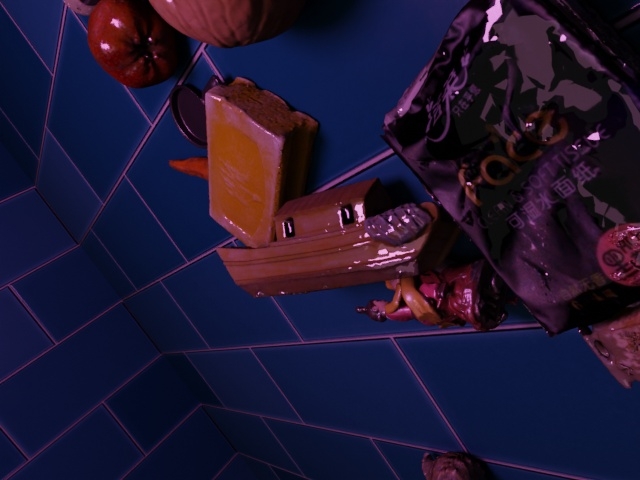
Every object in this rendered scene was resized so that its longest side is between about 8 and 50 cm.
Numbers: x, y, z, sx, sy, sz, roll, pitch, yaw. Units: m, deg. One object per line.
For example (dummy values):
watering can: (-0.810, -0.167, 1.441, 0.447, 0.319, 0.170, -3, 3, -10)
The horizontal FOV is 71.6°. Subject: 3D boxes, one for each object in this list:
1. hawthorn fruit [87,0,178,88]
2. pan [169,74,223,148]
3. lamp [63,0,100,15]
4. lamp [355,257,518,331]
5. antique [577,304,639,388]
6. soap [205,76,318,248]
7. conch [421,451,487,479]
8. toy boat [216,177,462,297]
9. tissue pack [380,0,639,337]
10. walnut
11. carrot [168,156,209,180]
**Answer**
hawthorn fruit: (-0.363, -0.377, 0.833, 0.203, 0.163, 0.162, 34, 142, 38)
pan: (-0.235, -0.266, 0.882, 0.235, 0.028, 0.136, -18, 109, 55)
lamp: (-0.488, -0.509, 0.902, 0.163, 0.091, 0.091, 37, 145, 46)
lamp: (0.166, 0.082, 0.704, 0.253, 0.118, 0.118, -6, 117, 53)
antique: (0.399, 0.063, 0.421, 0.150, 0.125, 0.284, 52, 144, -2)
soap: (-0.125, -0.124, 0.843, 0.199, 0.091, 0.315, 35, 142, 17)
conch: (0.285, 0.525, 0.948, 0.155, 0.130, 0.207, 67, 157, -1)
toy boat: (0.000, 0.000, 0.709, 0.446, 0.136, 0.162, -13, 82, 38)
tissue pack: (0.224, -0.079, 0.455, 0.332, 0.123, 0.245, 54, 143, 11)
walnut: (-0.114, -0.352, 0.533, 0.228, 0.228, 0.228, 28, 138, 28)
carrot: (-0.287, -0.166, 1.012, 0.224, 0.057, 0.057, 13, 131, 43)
